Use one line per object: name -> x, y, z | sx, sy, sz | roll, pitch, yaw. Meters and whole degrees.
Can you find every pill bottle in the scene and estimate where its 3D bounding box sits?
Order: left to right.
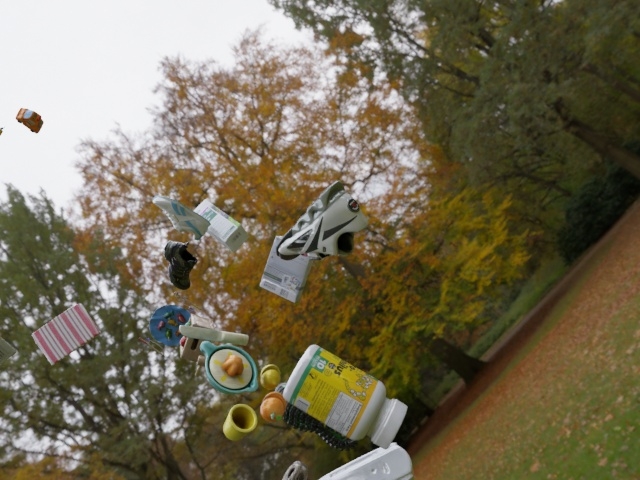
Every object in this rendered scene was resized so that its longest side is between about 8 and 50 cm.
pill bottle -> 0.047, 0.291, 0.927 | 0.117, 0.209, 0.117 | -58, -11, -19

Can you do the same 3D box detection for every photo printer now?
photo printer -> 0.124, 0.647, 1.309 | 0.256, 0.107, 0.307 | -25, -35, -5

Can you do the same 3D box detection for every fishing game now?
fishing game -> -0.632, 0.365, 2.140 | 0.264, 0.189, 0.041 | -49, 13, -3

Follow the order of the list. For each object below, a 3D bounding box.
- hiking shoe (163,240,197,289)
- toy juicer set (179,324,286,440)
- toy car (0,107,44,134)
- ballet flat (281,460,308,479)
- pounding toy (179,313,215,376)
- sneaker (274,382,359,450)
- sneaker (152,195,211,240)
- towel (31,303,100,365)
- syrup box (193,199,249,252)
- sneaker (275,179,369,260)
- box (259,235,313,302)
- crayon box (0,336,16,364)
hiking shoe -> -0.549, 0.107, 2.021 | 0.086, 0.114, 0.226 | -62, -31, -53
toy juicer set -> -0.193, 0.314, 1.253 | 0.209, 0.329, 0.089 | -2, -42, -43
toy car -> -0.635, -0.237, 1.071 | 0.060, 0.041, 0.122 | 62, -147, -36
ballet flat -> -0.096, 0.736, 1.438 | 0.249, 0.084, 0.058 | -69, -11, 23
pounding toy -> -0.439, 0.374, 1.739 | 0.180, 0.094, 0.206 | -70, 18, 2
sneaker -> -0.013, 0.611, 1.801 | 0.134, 0.344, 0.146 | -56, 4, 28
sneaker -> -0.530, -0.088, 1.886 | 0.092, 0.229, 0.087 | -60, 10, -11
towel -> -0.921, 0.339, 1.827 | 0.197, 0.144, 0.029 | -36, -10, -14
syrup box -> -0.403, -0.059, 2.005 | 0.093, 0.237, 0.096 | -48, -32, -14
sneaker -> 0.000, 0.000, 1.224 | 0.122, 0.146, 0.330 | -44, 0, -34
box -> -0.110, 0.095, 1.688 | 0.038, 0.145, 0.186 | -10, -60, -68
crayon box -> -1.117, 0.295, 1.498 | 0.203, 0.083, 0.322 | -49, -57, -29
